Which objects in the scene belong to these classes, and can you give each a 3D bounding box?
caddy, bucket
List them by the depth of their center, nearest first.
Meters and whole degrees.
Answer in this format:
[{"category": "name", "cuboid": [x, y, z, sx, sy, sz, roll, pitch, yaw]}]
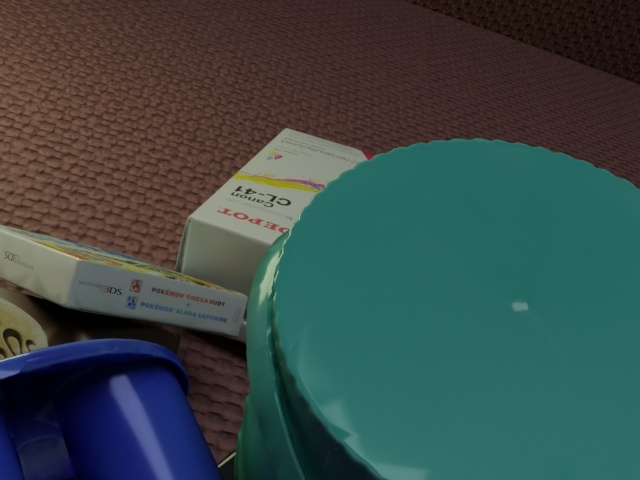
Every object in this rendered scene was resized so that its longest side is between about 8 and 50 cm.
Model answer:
[{"category": "caddy", "cuboid": [-0.190, 0.181, 0.480, 0.241, 0.341, 0.179, -4, 55, -49]}, {"category": "bucket", "cuboid": [0.085, 0.090, 0.491, 0.281, 0.183, 0.281, 4, 47, -4]}]

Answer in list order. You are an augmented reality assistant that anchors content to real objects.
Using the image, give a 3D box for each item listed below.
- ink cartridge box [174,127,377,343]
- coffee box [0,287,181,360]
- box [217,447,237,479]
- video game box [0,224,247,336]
[{"category": "ink cartridge box", "cuboid": [0.000, 0.000, 1.028, 0.226, 0.131, 0.306, 18, 27, 9]}, {"category": "coffee box", "cuboid": [-0.277, 0.127, 0.710, 0.297, 0.119, 0.168, 16, 31, -10]}, {"category": "box", "cuboid": [0.142, 0.212, 0.655, 0.395, 0.212, 0.293, -32, 59, -32]}, {"category": "video game box", "cuboid": [-0.202, 0.034, 0.836, 0.205, 0.048, 0.187, 14, 0, 44]}]
